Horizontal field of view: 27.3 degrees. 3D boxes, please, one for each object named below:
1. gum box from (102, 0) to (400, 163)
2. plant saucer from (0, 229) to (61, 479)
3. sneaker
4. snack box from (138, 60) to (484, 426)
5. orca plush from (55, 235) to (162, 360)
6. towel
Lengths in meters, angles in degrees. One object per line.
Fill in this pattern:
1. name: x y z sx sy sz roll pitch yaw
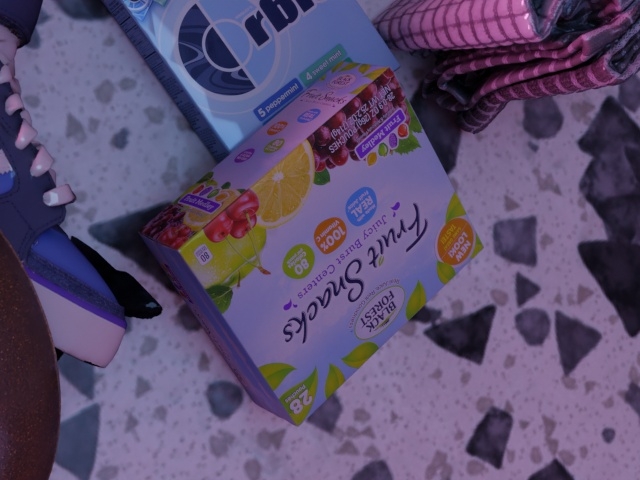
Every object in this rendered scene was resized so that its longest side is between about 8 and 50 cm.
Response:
1. gum box: -0.053 -0.159 0.981 0.157 0.041 0.184 -40 103 -20
2. plant saucer: -0.301 0.078 0.751 0.310 0.050 0.311 5 108 15
3. sneaker: -0.200 -0.100 0.815 0.322 0.130 0.236 38 79 -7
4. snack box: 0.000 0.000 0.956 0.207 0.070 0.174 -41 120 -19
5. orca plush: -0.221 0.119 0.859 0.287 0.102 0.151 -34 100 -21
6. towel: 0.208 -0.206 0.993 0.283 0.235 0.121 -45 109 -19
